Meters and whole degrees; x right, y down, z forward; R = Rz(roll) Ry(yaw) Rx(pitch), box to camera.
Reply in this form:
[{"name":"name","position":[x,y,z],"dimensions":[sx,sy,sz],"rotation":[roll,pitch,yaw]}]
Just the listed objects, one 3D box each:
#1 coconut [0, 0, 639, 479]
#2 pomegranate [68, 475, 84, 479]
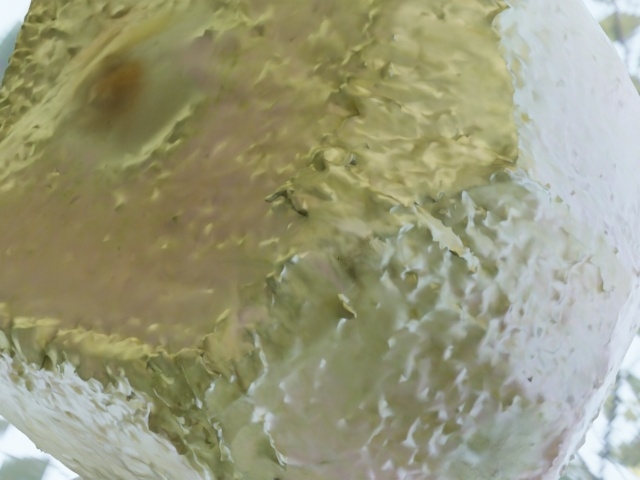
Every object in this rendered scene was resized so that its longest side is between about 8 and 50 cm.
[{"name":"coconut","position":[0.000,0.000,1.044],"dimensions":[0.404,0.404,0.405],"rotation":[-10,-114,23]},{"name":"pomegranate","position":[-0.105,0.251,1.222],"dimensions":[0.215,0.215,0.215],"rotation":[-10,-114,23]}]
